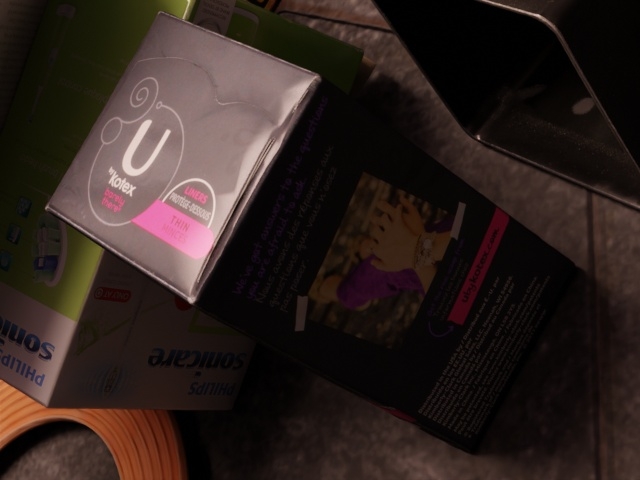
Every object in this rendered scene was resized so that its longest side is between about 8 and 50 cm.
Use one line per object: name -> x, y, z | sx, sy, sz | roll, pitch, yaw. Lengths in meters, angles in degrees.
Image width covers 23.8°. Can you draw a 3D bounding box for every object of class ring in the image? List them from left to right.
ring -> -0.219, 0.244, 1.162 | 0.336, 0.032, 0.336 | -22, 53, 33

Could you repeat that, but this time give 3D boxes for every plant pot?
plant pot -> 0.163, -0.154, 0.943 | 0.167, 0.187, 0.188 | -50, 42, -11

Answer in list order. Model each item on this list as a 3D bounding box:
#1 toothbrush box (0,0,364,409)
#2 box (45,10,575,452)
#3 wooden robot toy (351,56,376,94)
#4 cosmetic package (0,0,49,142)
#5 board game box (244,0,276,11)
toothbrush box -> -0.112, -0.035, 1.041 | 0.122, 0.206, 0.283 | 26, 97, 31
box -> 0.000, 0.000, 0.924 | 0.165, 0.270, 0.143 | 27, 86, 47
wooden robot toy -> -0.022, -0.112, 1.177 | 0.173, 0.076, 0.079 | -29, 15, 28
cosmetic package -> -0.238, -0.109, 1.009 | 0.097, 0.377, 0.284 | 19, 98, 8
board game box -> -0.062, -0.286, 1.234 | 0.045, 0.147, 0.193 | 32, 89, 51
